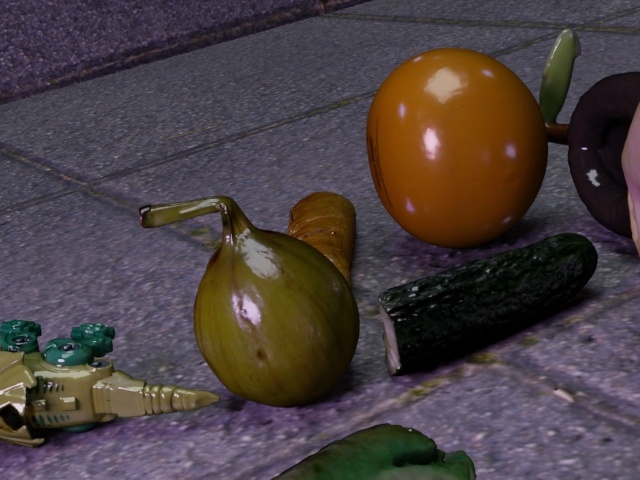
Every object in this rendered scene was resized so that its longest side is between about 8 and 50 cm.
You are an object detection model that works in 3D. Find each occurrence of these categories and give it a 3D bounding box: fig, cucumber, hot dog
[{"bbox_3d":[-0.046,0.043,1.004,0.148,0.186,0.142,-6,11,23],"label":"fig"},{"bbox_3d":[0.149,0.049,1.050,0.241,0.074,0.074,-18,19,-27],"label":"cucumber"},{"bbox_3d":[0.002,0.003,1.295,0.088,0.061,0.286,0,19,-3],"label":"hot dog"}]

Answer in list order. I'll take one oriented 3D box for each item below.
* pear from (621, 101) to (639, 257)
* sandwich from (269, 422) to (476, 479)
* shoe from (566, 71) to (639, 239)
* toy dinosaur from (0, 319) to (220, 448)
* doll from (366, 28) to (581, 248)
[{"bbox_3d":[0.341,-0.030,0.884,0.271,0.271,0.271,-10,18,3],"label":"pear"},{"bbox_3d":[0.005,0.191,0.576,0.250,0.162,0.301,-20,17,-11],"label":"sandwich"},{"bbox_3d":[0.399,-0.082,1.119,0.237,0.171,0.384,-12,16,-23],"label":"shoe"},{"bbox_3d":[-0.211,0.124,1.026,0.259,0.094,0.153,-3,19,2],"label":"toy dinosaur"},{"bbox_3d":[0.170,-0.102,1.261,0.236,0.213,0.213,-12,18,-7],"label":"doll"}]
